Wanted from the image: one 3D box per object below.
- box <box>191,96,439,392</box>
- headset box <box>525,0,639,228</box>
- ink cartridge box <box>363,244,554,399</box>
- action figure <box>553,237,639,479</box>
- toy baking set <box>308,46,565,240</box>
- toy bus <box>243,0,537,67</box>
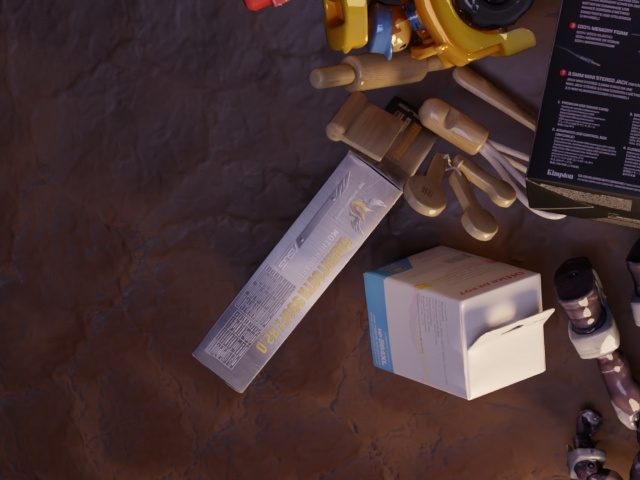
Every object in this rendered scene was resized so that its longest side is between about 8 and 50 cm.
[{"bbox_3d":[0.000,0.000,1.555,0.056,0.183,0.231,38,112,-1],"label":"box"},{"bbox_3d":[0.291,-0.154,1.420,0.218,0.110,0.293,10,80,9],"label":"headset box"},{"bbox_3d":[0.119,0.069,1.562,0.143,0.092,0.090,18,119,51],"label":"ink cartridge box"},{"bbox_3d":[0.289,0.141,1.585,0.185,0.099,0.285,-15,108,11],"label":"action figure"},{"bbox_3d":[0.107,-0.082,1.501,0.197,0.256,0.030,52,131,17],"label":"toy baking set"},{"bbox_3d":[0.041,-0.216,1.452,0.211,0.149,0.220,-27,103,-6],"label":"toy bus"}]
